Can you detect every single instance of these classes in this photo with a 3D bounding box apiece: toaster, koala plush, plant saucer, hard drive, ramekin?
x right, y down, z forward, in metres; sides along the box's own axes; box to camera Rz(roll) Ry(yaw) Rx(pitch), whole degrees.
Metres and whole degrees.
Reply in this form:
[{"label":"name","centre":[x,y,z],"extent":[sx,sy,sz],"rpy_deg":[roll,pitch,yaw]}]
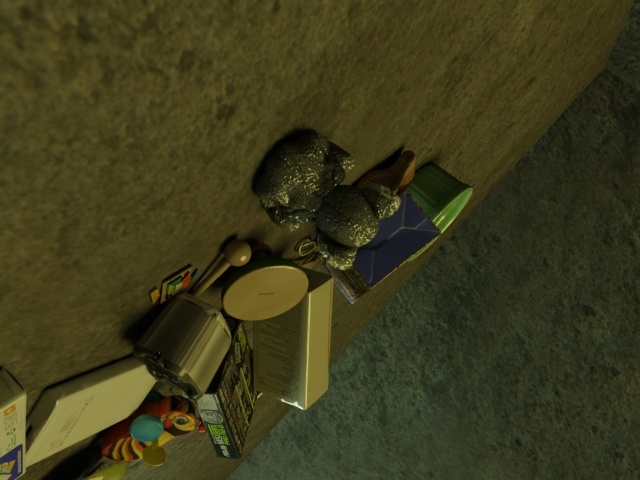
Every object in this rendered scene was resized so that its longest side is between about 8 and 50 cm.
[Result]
[{"label":"toaster","centre":[-0.258,0.198,1.295],"extent":[0.146,0.129,0.227],"rpy_deg":[-60,162,-24]},{"label":"koala plush","centre":[0.014,-0.067,1.215],"extent":[0.196,0.221,0.203],"rpy_deg":[-47,165,2]},{"label":"plant saucer","centre":[-0.545,0.575,1.547],"extent":[0.241,0.037,0.241],"rpy_deg":[-26,167,-7]},{"label":"hard drive","centre":[-0.437,0.316,1.310],"extent":[0.203,0.040,0.308],"rpy_deg":[-53,164,22]},{"label":"ramekin","centre":[0.315,-0.093,2.107],"extent":[0.303,0.148,0.303],"rpy_deg":[-43,165,-15]}]

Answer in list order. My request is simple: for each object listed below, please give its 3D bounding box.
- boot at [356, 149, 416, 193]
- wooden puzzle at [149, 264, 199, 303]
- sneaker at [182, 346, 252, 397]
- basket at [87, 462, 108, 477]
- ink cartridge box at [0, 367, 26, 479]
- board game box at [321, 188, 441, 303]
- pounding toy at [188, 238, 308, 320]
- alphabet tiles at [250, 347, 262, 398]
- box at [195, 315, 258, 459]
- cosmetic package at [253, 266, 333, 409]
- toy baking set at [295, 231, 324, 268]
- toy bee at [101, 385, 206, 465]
[{"label":"boot","centre":[0.153,-0.105,1.748],"extent":[0.248,0.090,0.206],"rpy_deg":[-41,162,-34]},{"label":"wooden puzzle","centre":[-0.263,0.082,1.240],"extent":[0.116,0.014,0.078],"rpy_deg":[-37,162,-33]},{"label":"sneaker","centre":[-0.264,0.328,1.729],"extent":[0.215,0.083,0.084],"rpy_deg":[-46,166,0]},{"label":"basket","centre":[-0.549,0.655,1.729],"extent":[0.103,0.113,0.167],"rpy_deg":[-38,162,-24]},{"label":"ink cartridge box","centre":[-0.580,0.358,0.987],"extent":[0.307,0.072,0.303],"rpy_deg":[-31,160,-40]},{"label":"board game box","centre":[0.147,0.024,1.751],"extent":[0.232,0.141,0.291],"rpy_deg":[-37,174,-11]},{"label":"pounding toy","centre":[-0.145,0.064,1.403],"extent":[0.183,0.110,0.237],"rpy_deg":[-42,139,23]},{"label":"alphabet tiles","centre":[-0.221,0.379,1.814],"extent":[0.198,0.009,0.237],"rpy_deg":[-41,-153,-20]},{"label":"box","centre":[-0.212,0.342,1.576],"extent":[0.216,0.060,0.270],"rpy_deg":[-77,165,-46]},{"label":"cosmetic package","centre":[-0.067,0.222,1.607],"extent":[0.113,0.160,0.309],"rpy_deg":[-30,129,-53]},{"label":"toy baking set","centre":[0.002,0.001,1.737],"extent":[0.256,0.030,0.196],"rpy_deg":[-45,162,-7]},{"label":"toy bee","centre":[-0.343,0.410,1.511],"extent":[0.298,0.162,0.195],"rpy_deg":[-33,-146,38]}]
